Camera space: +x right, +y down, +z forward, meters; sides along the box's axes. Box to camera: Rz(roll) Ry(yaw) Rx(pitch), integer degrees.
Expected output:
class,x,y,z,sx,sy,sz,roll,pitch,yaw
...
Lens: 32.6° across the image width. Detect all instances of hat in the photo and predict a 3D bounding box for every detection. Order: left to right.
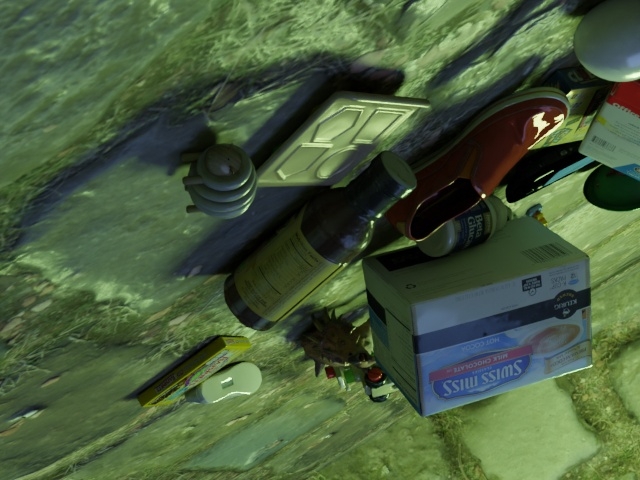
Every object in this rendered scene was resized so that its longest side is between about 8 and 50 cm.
class,x,y,z,sx,sy,sz,roll,pitch,yaw
hat,0.593,-0.175,2.144,0.173,0.208,0.184,-47,129,-24

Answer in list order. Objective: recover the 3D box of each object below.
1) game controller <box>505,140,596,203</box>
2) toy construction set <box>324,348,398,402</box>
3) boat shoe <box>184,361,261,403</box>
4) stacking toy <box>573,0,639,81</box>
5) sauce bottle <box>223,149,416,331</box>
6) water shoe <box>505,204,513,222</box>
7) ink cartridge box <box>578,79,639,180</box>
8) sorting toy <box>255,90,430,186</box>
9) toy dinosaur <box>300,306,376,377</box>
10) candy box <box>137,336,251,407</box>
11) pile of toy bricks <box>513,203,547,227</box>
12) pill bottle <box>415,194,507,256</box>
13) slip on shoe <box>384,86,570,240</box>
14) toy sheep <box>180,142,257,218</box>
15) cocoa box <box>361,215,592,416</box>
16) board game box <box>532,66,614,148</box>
class,x,y,z,sx,sy,sz,roll,pitch,yaw
game controller,0.485,-0.159,2.015,0.319,0.067,0.166,-26,161,-13
toy construction set,0.157,0.236,2.365,0.327,0.215,0.151,-27,137,7
boat shoe,-0.189,0.284,2.133,0.063,0.066,0.184,-13,-176,37
stacking toy,0.583,-0.295,1.547,0.479,0.351,0.351,-10,158,-9
sauce bottle,0.000,0.000,1.599,0.344,0.111,0.111,-41,159,28
water shoe,0.328,-0.026,2.148,0.080,0.073,0.203,-54,174,-35
ink cartridge box,0.498,-0.190,1.682,0.078,0.134,0.231,-60,172,-22
sorting toy,0.016,-0.132,1.407,0.208,0.038,0.193,-37,161,32
toy dinosaur,0.027,0.206,2.185,0.200,0.127,0.295,-3,165,-36
candy box,-0.229,0.239,2.000,0.206,0.027,0.105,-36,165,16
pile of toy bricks,0.456,0.012,2.352,0.118,0.105,0.212,-27,162,-11
pill bottle,0.250,-0.033,1.929,0.169,0.094,0.094,-16,157,-40
slip on shoe,0.241,-0.112,1.666,0.331,0.101,0.123,-35,141,12
toy sheep,-0.117,-0.067,1.285,0.091,0.091,0.132,-26,156,-15
cocoa box,0.281,0.129,1.967,0.347,0.231,0.228,-14,114,-14
board game box,0.415,-0.219,1.784,0.243,0.042,0.165,-13,155,-43
